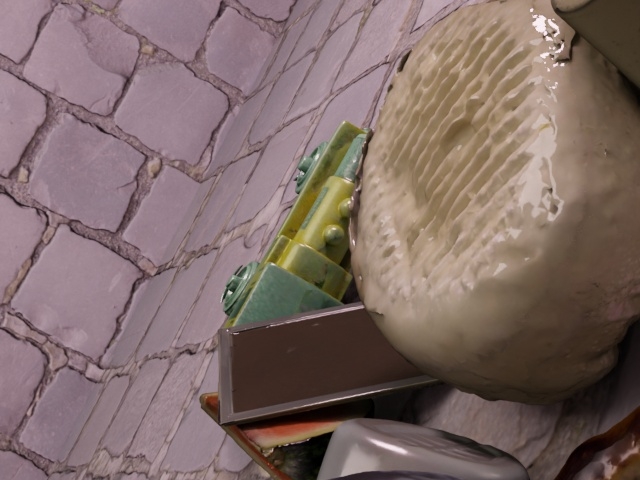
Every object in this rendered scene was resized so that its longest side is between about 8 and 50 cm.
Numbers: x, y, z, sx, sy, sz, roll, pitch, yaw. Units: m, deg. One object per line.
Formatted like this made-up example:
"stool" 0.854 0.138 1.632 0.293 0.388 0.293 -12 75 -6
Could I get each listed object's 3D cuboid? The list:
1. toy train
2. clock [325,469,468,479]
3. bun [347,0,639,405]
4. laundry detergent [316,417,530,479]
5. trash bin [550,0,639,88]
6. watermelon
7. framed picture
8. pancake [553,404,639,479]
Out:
"toy train" 0.000 0.000 1.286 0.369 0.150 0.237 -61 8 -10
"clock" 0.029 0.280 0.516 0.325 0.325 0.067 -58 22 0
"bun" 0.176 -0.036 0.836 0.359 0.210 0.360 -165 90 -69
"laundry detergent" 0.032 0.330 0.670 0.264 0.124 0.398 29 -103 -68
"trash bin" 0.288 -0.168 0.713 0.121 0.247 0.243 -41 23 37
"watermelon" -0.026 0.234 1.070 0.303 0.159 0.129 -173 79 -70
"framed picture" 0.013 0.123 1.057 0.252 0.014 0.197 -11 25 -1
"pancake" 0.227 0.162 0.630 0.257 0.056 0.212 -58 18 -1
